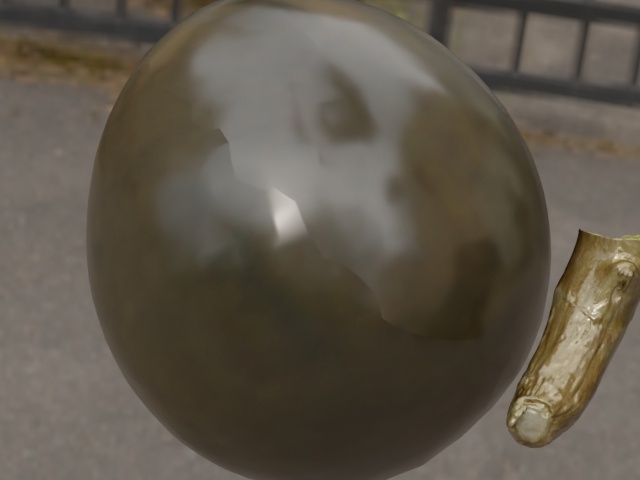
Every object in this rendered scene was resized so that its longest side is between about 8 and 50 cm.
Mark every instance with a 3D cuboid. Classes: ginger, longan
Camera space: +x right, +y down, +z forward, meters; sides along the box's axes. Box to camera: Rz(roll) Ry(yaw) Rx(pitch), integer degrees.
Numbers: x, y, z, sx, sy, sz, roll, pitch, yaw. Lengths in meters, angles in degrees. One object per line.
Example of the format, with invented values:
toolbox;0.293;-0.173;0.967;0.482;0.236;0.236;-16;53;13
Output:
ginger;0.124;0.036;0.886;0.044;0.137;0.057;32;-10;-22
longan;0.000;0.000;1.001;0.258;0.258;0.258;6;25;-3
